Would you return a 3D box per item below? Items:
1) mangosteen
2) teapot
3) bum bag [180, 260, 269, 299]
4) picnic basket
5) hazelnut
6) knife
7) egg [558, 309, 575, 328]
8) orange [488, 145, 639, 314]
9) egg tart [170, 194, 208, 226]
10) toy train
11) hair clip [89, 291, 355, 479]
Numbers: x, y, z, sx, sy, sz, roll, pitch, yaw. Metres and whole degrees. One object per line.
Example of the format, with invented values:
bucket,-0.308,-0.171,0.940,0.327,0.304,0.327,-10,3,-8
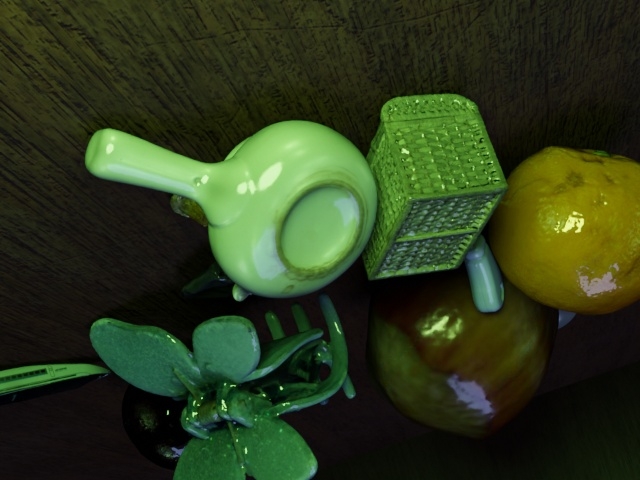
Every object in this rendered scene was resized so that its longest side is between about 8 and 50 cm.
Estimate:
mangosteen,-0.235,0.298,1.793,0.250,0.211,0.211,-39,154,12
teapot,-0.076,-0.064,1.097,0.220,0.149,0.318,-49,131,-6
bum bag,-0.087,0.055,1.483,0.248,0.060,0.123,0,162,-35
picnic basket,0.120,-0.067,1.217,0.134,0.154,0.196,-8,152,-17
hazelnut,0.238,0.161,1.688,0.365,0.366,0.366,-16,159,-6
knife,0.211,-0.024,1.416,0.044,0.080,0.331,-5,132,23
egg,0.482,0.140,2.093,0.135,0.103,0.103,-25,158,11
orange,0.371,-0.016,1.414,0.261,0.261,0.261,-16,159,-6
egg tart,-0.120,-0.047,1.228,0.128,0.049,0.129,-15,160,-5
toy train,-0.468,0.229,1.640,0.252,0.048,0.055,-7,152,-40
hair clip,-0.120,0.232,1.561,0.318,0.392,0.238,-23,-176,36
